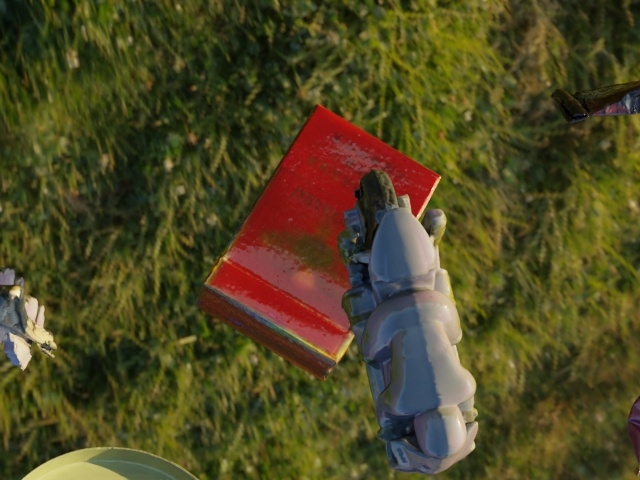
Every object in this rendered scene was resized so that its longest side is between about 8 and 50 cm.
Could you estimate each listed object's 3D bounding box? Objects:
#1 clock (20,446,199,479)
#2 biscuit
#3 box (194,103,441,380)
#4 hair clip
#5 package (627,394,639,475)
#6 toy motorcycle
[{"bbox_3d":[-0.190,0.294,1.076,0.235,0.235,0.029,0,138,-22],"label":"clock"},{"bbox_3d":[0.483,-0.233,1.825,0.235,0.151,0.063,-14,98,1],"label":"biscuit"},{"bbox_3d":[0.000,-0.001,1.515,0.197,0.313,0.089,31,153,0],"label":"box"},{"bbox_3d":[-0.404,0.102,1.541,0.084,0.106,0.292,-1,160,1],"label":"hair clip"},{"bbox_3d":[0.275,0.159,0.984,0.029,0.083,0.059,6,174,19],"label":"package"},{"bbox_3d":[0.059,0.073,0.749,0.073,0.152,0.225,-12,113,-5],"label":"toy motorcycle"}]
